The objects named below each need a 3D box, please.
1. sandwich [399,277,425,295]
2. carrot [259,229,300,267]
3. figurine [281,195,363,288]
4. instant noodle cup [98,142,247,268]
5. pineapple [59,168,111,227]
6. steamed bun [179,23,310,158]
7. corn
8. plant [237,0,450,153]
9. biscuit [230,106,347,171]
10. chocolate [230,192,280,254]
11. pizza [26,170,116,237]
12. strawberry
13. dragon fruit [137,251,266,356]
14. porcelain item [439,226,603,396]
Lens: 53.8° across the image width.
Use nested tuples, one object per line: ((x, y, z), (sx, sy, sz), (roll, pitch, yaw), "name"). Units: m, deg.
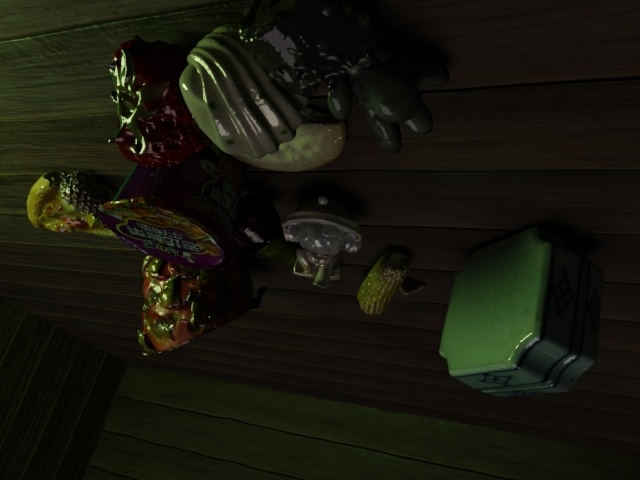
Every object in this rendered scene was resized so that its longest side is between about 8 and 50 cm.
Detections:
((0.208, 0.112, 1.510), (0.083, 0.044, 0.031), (19, 160, -2), "sandwich")
((-0.087, 0.015, 1.459), (0.359, 0.074, 0.074), (28, 153, -32), "carrot")
((0.001, -0.004, 1.266), (0.163, 0.141, 0.236), (11, 156, 0), "figurine")
((-0.261, -0.085, 1.194), (0.251, 0.190, 0.251), (13, 155, 6), "instant noodle cup")
((-0.507, -0.092, 1.463), (0.221, 0.103, 0.083), (40, 168, -37), "pineapple")
((-0.092, -0.205, 0.852), (0.183, 0.182, 0.106), (26, 174, -21), "steamed bun")
((0.145, 0.101, 1.478), (0.087, 0.086, 0.288), (17, 154, -1), "corn")
((0.036, -0.216, 0.778), (0.275, 0.149, 0.146), (27, 117, -33), "plant")
((-0.068, -0.173, 1.069), (0.188, 0.040, 0.265), (31, 152, -35), "biscuit")
((-0.146, -0.045, 1.287), (0.080, 0.125, 0.149), (34, 159, -26), "chocolate")
((-0.579, -0.062, 1.564), (0.288, 0.075, 0.280), (16, 149, -12), "pizza")
((-0.220, -0.205, 0.953), (0.202, 0.186, 0.184), (-8, 159, -35), "strawberry")
((-0.338, 0.109, 1.621), (0.296, 0.314, 0.262), (-22, 93, 35), "dragon fruit")
((0.372, 0.140, 1.173), (0.157, 0.281, 0.286), (27, 153, -17), "porcelain item")
